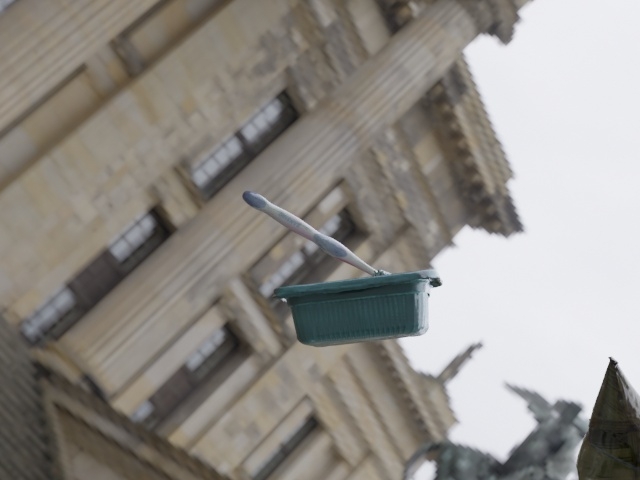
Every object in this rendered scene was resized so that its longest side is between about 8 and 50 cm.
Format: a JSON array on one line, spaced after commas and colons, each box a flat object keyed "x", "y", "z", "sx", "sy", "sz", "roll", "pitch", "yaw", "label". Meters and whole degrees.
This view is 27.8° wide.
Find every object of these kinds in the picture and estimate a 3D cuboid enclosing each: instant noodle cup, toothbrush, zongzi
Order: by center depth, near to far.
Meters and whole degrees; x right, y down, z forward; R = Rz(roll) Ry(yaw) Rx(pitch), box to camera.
[{"x": 0.044, "y": 0.074, "z": 1.395, "sx": 0.157, "sy": 0.179, "sz": 0.070, "roll": 35, "pitch": 49, "yaw": -81, "label": "instant noodle cup"}, {"x": 0.000, "y": 0.000, "z": 1.647, "sx": 0.269, "sy": 0.021, "sz": 0.027, "roll": 31, "pitch": -13, "yaw": 27, "label": "toothbrush"}, {"x": 0.524, "y": 0.295, "z": 2.009, "sx": 0.221, "sy": 0.112, "sz": 0.242, "roll": 8, "pitch": -65, "yaw": -1, "label": "zongzi"}]
